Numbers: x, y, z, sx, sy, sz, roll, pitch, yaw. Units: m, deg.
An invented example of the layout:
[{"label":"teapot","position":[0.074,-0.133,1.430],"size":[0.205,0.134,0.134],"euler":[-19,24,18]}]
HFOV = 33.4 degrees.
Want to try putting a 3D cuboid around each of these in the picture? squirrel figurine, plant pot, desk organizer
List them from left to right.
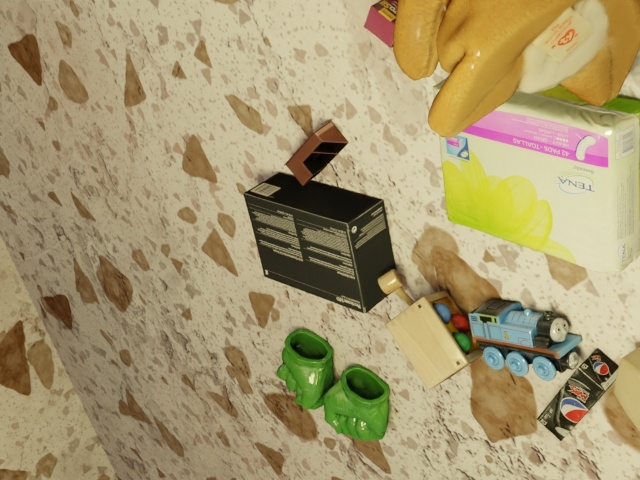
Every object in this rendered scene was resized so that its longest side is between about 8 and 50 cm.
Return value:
[{"label":"desk organizer","position":[-0.007,-0.149,1.829],"size":[0.050,0.047,0.130],"euler":[51,146,2]},{"label":"squirrel figurine","position":[0.183,-0.371,1.215],"size":[0.370,0.281,0.397],"euler":[56,152,31]},{"label":"plant pot","position":[0.475,0.203,1.496],"size":[0.096,0.109,0.109],"euler":[41,146,41]}]

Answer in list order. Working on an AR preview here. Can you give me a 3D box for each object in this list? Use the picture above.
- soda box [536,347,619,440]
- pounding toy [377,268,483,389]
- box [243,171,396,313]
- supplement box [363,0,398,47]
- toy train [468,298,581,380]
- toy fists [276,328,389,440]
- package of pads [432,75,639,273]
[{"label":"soda box","position":[0.400,0.241,1.653],"size":[0.053,0.060,0.169],"euler":[42,144,17]},{"label":"pounding toy","position":[0.185,0.124,1.777],"size":[0.094,0.181,0.206],"euler":[-38,78,21]},{"label":"box","position":[0.000,0.000,1.899],"size":[0.261,0.103,0.184],"euler":[18,129,41]},{"label":"supplement box","position":[0.111,-0.316,1.504],"size":[0.055,0.083,0.043],"euler":[42,145,16]},{"label":"toy train","position":[0.318,0.153,1.664],"size":[0.184,0.080,0.105],"euler":[7,118,48]},{"label":"toy fists","position":[0.023,0.302,2.140],"size":[0.279,0.096,0.142],"euler":[30,140,30]},{"label":"package of pads","position":[0.297,-0.095,1.450],"size":[0.296,0.101,0.229],"euler":[21,133,41]}]
